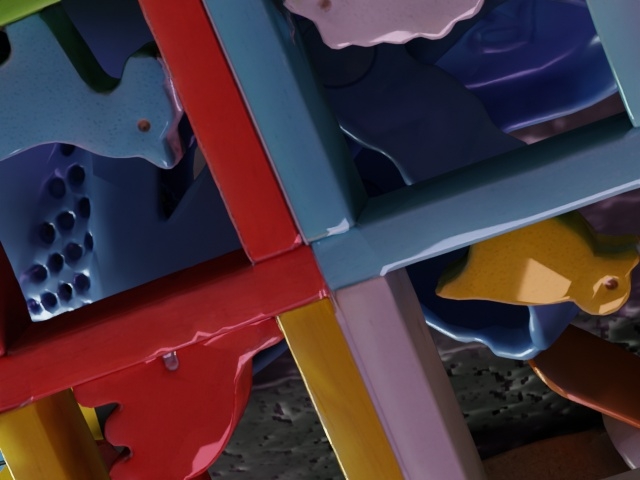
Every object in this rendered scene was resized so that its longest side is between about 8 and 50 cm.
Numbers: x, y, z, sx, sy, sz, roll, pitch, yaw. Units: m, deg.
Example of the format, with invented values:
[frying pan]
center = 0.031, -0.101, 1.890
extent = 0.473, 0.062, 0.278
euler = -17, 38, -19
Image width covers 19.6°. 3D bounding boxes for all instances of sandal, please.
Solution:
[sandal]
center = -0.048, -0.016, 0.520
extent = 0.317, 0.138, 0.126
euler = -13, 155, 5

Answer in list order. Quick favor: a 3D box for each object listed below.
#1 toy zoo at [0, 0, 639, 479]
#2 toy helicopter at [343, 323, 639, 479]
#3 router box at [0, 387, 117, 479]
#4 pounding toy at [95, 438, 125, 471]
[toy zoo]
center = 0.000, 0.000, 0.453
extent = 0.192, 0.293, 0.030
euler = -19, -168, 14
[toy helicopter]
center = 0.173, 0.117, 0.915
extent = 0.355, 0.140, 0.235
euler = -12, 146, -25
[router box]
center = -0.126, 0.073, 0.751
extent = 0.133, 0.046, 0.179
euler = -9, 153, -9
[pounding toy]
center = -0.054, 0.144, 0.754
extent = 0.237, 0.110, 0.183
euler = 5, 160, -29
